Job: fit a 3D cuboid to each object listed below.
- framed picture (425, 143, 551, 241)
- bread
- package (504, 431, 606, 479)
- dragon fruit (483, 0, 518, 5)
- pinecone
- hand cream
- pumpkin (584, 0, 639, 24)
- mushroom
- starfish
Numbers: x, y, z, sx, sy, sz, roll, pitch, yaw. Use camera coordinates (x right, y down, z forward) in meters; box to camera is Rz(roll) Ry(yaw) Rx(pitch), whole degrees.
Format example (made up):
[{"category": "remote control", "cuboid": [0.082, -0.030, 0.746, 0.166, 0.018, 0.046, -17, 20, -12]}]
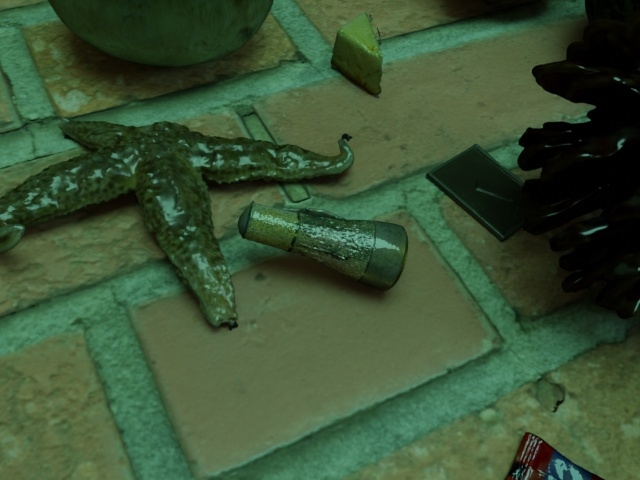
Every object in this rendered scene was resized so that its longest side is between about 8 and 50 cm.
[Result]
[{"category": "framed picture", "cuboid": [0.240, -0.072, 0.982, 0.109, 0.011, 0.149, -31, 62, -26]}, {"category": "bread", "cuboid": [0.080, -0.299, 1.088, 0.109, 0.084, 0.080, 40, 60, 22]}, {"category": "package", "cuboid": [0.290, 0.281, 0.708, 0.201, 0.022, 0.083, 28, 54, 15]}, {"category": "dragon fruit", "cuboid": [0.335, -0.586, 1.258, 0.315, 0.295, 0.263, -7, 20, -9]}, {"category": "pinecone", "cuboid": [0.409, -0.075, 0.785, 0.398, 0.397, 0.397, 4, 52, -5]}, {"category": "hand cream", "cuboid": [0.000, 0.000, 0.830, 0.203, 0.084, 0.083, 14, 52, -9]}, {"category": "pumpkin", "cuboid": [0.652, -0.416, 1.069, 0.455, 0.343, 0.454, -18, 24, 8]}, {"category": "mushroom", "cuboid": [-0.232, -0.413, 1.028, 0.353, 0.260, 0.352, 6, 55, -9]}, {"category": "starfish", "cuboid": [-0.186, -0.056, 0.877, 0.433, 0.082, 0.323, 12, 49, -1]}]
